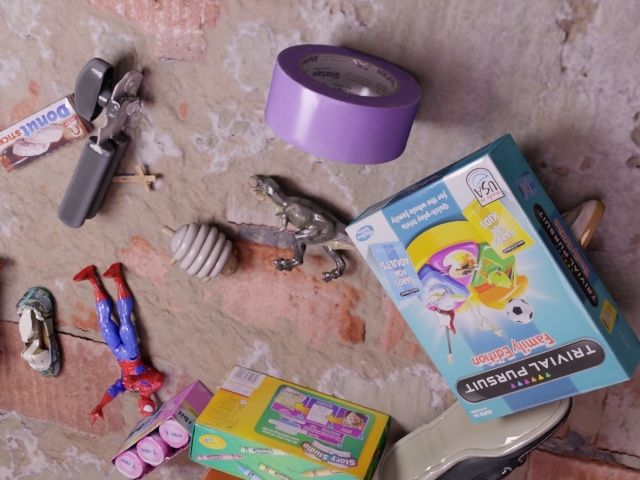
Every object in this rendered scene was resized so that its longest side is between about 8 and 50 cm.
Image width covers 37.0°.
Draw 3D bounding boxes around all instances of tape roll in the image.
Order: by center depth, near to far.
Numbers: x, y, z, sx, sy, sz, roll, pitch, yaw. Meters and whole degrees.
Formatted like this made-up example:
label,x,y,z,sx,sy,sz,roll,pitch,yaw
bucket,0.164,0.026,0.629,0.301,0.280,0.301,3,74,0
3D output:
label,x,y,z,sx,sy,sz,roll,pitch,yaw
tape roll,0.028,-0.176,1.219,0.189,0.189,0.080,21,121,8

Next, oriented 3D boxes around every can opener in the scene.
label,x,y,z,sx,sy,sz,roll,pitch,yaw
can opener,-0.335,-0.145,1.430,0.093,0.074,0.280,30,122,7

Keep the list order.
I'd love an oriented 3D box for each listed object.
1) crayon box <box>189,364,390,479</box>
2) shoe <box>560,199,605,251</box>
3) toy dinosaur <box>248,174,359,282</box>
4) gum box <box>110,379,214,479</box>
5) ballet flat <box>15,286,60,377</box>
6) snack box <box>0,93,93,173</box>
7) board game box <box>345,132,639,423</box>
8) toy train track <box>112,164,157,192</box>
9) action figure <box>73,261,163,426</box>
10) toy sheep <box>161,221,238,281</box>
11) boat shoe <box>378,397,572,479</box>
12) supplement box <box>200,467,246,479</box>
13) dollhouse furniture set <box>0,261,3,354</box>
label,x,y,z,sx,sy,sz,roll,pitch,yaw
crayon box,-0.045,0.311,1.510,0.279,0.165,0.081,17,120,11
shoe,0.297,0.020,1.291,0.058,0.076,0.219,33,124,-5
toy dinosaur,0.000,0.000,1.398,0.268,0.064,0.118,24,115,3
gum box,-0.268,0.329,1.632,0.188,0.107,0.062,-38,99,31
ballet flat,-0.495,0.171,1.656,0.070,0.070,0.188,7,118,16
snack box,-0.437,-0.164,1.486,0.178,0.022,0.064,-21,109,27
board game box,0.225,0.063,1.268,0.254,0.079,0.336,-28,98,42
toy train track,-0.285,-0.098,1.474,0.083,0.014,0.048,1,124,25
action figure,-0.341,0.192,1.576,0.092,0.139,0.280,-6,116,24
toy sheep,-0.184,0.015,1.454,0.132,0.091,0.091,25,124,-16
boat shoe,0.249,0.310,1.442,0.340,0.127,0.113,-39,128,24
supplement box,-0.219,0.502,1.724,0.078,0.080,0.233,34,120,1
dollhouse furniture set,-0.733,0.064,1.662,0.374,0.152,0.201,29,124,24
